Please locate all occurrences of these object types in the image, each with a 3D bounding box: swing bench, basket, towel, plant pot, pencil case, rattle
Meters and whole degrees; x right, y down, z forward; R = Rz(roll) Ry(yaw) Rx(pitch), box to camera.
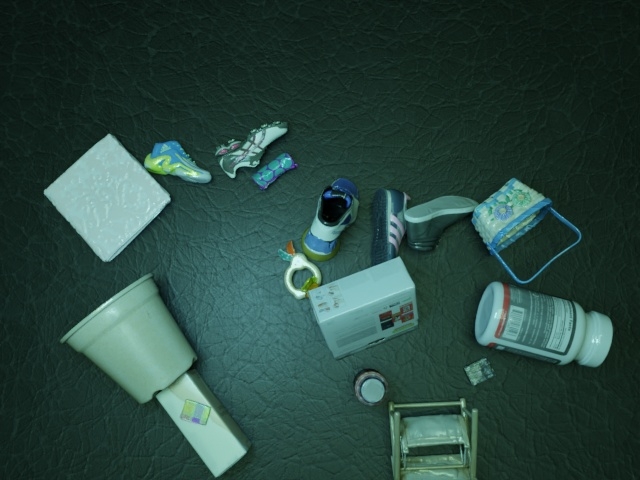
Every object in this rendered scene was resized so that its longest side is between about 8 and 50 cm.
[{"bbox_3d":[0.349,0.635,1.752,0.254,0.165,0.254,-2,87,0],"label":"swing bench"},{"bbox_3d":[0.643,-0.033,1.825,0.255,0.201,0.289,-39,73,-6],"label":"basket"},{"bbox_3d":[-0.377,0.518,1.710,0.084,0.009,0.060,16,80,1],"label":"towel"},{"bbox_3d":[-0.560,0.320,1.752,0.334,0.334,0.305,-38,93,-5],"label":"plant pot"},{"bbox_3d":[-0.157,-0.236,1.939,0.152,0.064,0.070,-38,67,-4],"label":"pencil case"},{"bbox_3d":[0.000,0.000,1.885,0.135,0.095,0.134,0,82,1],"label":"plant pot"},{"bbox_3d":[-0.721,-0.148,1.931,0.317,0.053,0.332,-43,83,-1],"label":"towel"},{"bbox_3d":[-0.078,0.094,1.854,0.130,0.143,0.199,-20,87,16],"label":"rattle"}]

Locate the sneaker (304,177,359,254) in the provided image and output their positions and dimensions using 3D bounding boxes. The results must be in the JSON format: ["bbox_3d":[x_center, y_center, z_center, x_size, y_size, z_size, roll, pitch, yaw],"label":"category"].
[{"bbox_3d":[0.062,-0.113,1.799,0.128,0.182,0.315,25,46,3],"label":"sneaker"}]

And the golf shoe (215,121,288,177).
[{"bbox_3d":[-0.223,-0.318,1.948,0.273,0.105,0.120,-26,97,3],"label":"golf shoe"}]

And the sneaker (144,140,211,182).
[{"bbox_3d":[-0.478,-0.277,1.938,0.240,0.091,0.126,14,81,4],"label":"sneaker"}]

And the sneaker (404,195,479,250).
[{"bbox_3d":[0.399,-0.054,1.894,0.296,0.104,0.146,-16,124,-26],"label":"sneaker"}]

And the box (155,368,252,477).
[{"bbox_3d":[-0.362,0.566,1.780,0.121,0.148,0.311,-39,84,-5],"label":"box"}]

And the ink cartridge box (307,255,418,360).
[{"bbox_3d":[0.144,0.225,1.808,0.310,0.271,0.130,-20,51,-3],"label":"ink cartridge box"}]

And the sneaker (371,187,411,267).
[{"bbox_3d":[0.247,-0.012,1.883,0.131,0.112,0.318,2,92,-28],"label":"sneaker"}]

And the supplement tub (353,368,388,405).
[{"bbox_3d":[0.155,0.455,1.760,0.106,0.198,0.105,0,81,2],"label":"supplement tub"}]

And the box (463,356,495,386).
[{"bbox_3d":[0.517,0.427,1.849,0.083,0.018,0.067,-26,82,-3],"label":"box"}]

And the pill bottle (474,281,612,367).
[{"bbox_3d":[0.690,0.269,1.775,0.363,0.210,0.210,15,82,3],"label":"pill bottle"}]
